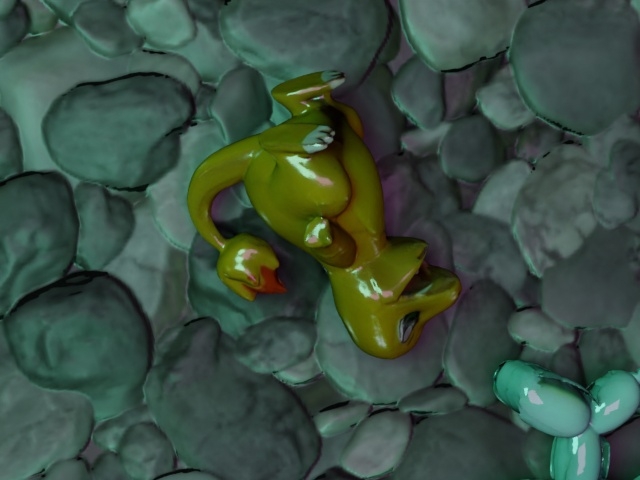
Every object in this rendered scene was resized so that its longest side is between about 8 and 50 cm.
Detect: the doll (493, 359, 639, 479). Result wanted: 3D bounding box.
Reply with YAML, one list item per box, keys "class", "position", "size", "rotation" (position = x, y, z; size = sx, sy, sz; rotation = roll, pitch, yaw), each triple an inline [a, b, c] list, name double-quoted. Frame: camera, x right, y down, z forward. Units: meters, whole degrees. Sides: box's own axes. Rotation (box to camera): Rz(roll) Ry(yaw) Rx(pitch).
- class: "doll"
  position: [0.179, 0.155, 0.800]
  size: [0.158, 0.059, 0.159]
  rotation: [0, 97, -13]

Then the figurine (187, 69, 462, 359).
- class: "figurine"
  position: [-0.002, 0.003, 0.727]
  size: [0.122, 0.121, 0.176]
  rotation: [-25, 116, 20]
